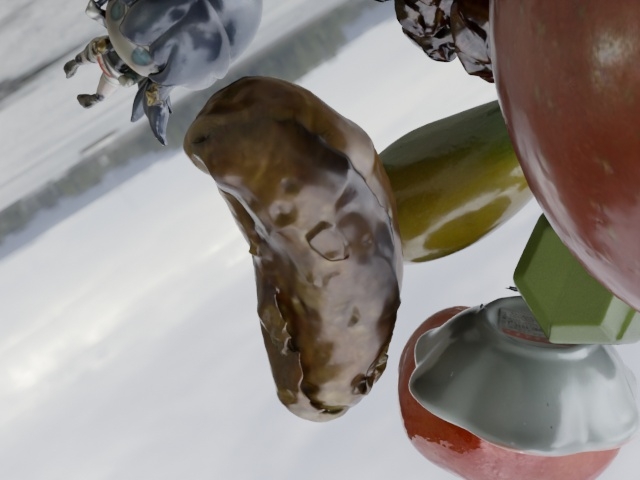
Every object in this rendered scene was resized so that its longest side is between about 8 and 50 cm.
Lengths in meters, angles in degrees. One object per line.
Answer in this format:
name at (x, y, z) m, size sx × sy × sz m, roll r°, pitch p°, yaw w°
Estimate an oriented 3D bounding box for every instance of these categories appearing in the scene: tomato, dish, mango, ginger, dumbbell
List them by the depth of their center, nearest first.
dumbbell at (0.279, 0.032, 1.163) m, size 0.302 × 0.108 × 0.121 m, roll 2°, pitch 115°, yaw -53°
ginger at (0.000, 0.000, 1.207) m, size 0.172 × 0.321 × 0.165 m, roll -28°, pitch -159°, yaw -22°
dish at (0.193, 0.104, 1.249) m, size 0.229 × 0.081 × 0.229 m, roll 7°, pitch -155°, yaw -3°
mango at (0.145, -0.062, 1.360) m, size 0.251 × 0.114 × 0.156 m, roll -23°, pitch -157°, yaw 14°
tomato at (0.206, 0.181, 1.491) m, size 0.260 × 0.260 × 0.180 m, roll -115°, pitch -138°, yaw -82°

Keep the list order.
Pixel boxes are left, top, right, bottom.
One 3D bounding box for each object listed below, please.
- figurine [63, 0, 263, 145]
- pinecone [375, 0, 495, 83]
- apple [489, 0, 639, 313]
figurine at (-0.169, -0.231, 1.472) m, size 0.197 × 0.175 × 0.265 m, roll -51°, pitch -159°, yaw -17°
pinecone at (0.146, -0.251, 1.076) m, size 0.242 × 0.298 × 0.296 m, roll -50°, pitch -153°, yaw -2°
apple at (0.250, -0.103, 0.674) m, size 0.348 × 0.277 × 0.348 m, roll -15°, pitch -171°, yaw 3°
